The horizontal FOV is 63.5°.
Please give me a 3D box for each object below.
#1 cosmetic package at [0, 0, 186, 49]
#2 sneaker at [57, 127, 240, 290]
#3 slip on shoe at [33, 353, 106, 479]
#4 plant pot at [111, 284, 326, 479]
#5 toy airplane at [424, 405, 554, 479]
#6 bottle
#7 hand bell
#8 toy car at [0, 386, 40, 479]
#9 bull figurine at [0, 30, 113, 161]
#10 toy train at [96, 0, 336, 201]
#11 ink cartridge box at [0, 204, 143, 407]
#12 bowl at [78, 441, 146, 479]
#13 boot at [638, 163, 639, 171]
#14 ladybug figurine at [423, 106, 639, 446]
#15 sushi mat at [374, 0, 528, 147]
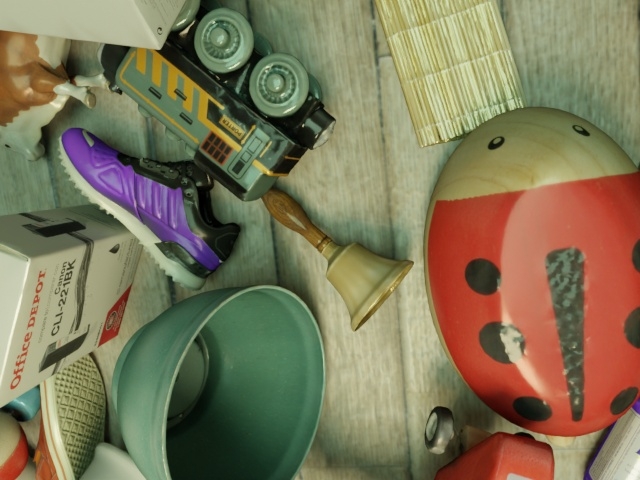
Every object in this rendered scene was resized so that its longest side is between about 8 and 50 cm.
[{"bbox_3d":[-0.312,-0.388,0.627,0.376,0.097,0.285,12,66,16],"label":"cosmetic package"},{"bbox_3d":[-0.233,-0.078,0.754,0.146,0.102,0.293,-44,94,8],"label":"sneaker"},{"bbox_3d":[-0.411,0.324,0.828,0.101,0.123,0.332,2,103,13],"label":"slip on shoe"},{"bbox_3d":[-0.154,0.199,0.704,0.196,0.293,0.294,2,99,36],"label":"plant pot"},{"bbox_3d":[0.157,0.440,0.643,0.385,0.272,0.385,-25,108,16],"label":"toy airplane"},{"bbox_3d":[0.464,0.253,0.686,0.118,0.092,0.283,24,101,6],"label":"bottle"},{"bbox_3d":[0.000,0.000,0.732,0.242,0.126,0.126,42,102,13],"label":"hand bell"},{"bbox_3d":[-0.552,0.385,0.842,0.210,0.219,0.238,-2,126,9],"label":"toy car"},{"bbox_3d":[-0.400,-0.268,0.746,0.188,0.101,0.311,4,99,6],"label":"bull figurine"},{"bbox_3d":[-0.144,-0.206,0.690,0.333,0.142,0.190,39,100,2],"label":"toy train"},{"bbox_3d":[-0.371,0.069,0.701,0.114,0.273,0.197,20,101,6],"label":"ink cartridge box"},{"bbox_3d":[-0.265,0.443,0.733,0.297,0.134,0.298,24,136,26],"label":"bowl"},{"bbox_3d":[0.452,-0.106,0.606,0.072,0.152,0.197,12,100,7],"label":"boot"},{"bbox_3d":[0.289,0.056,0.651,0.304,0.162,0.450,-11,96,10],"label":"ladybug figurine"},{"bbox_3d":[0.161,-0.294,0.695,0.151,0.019,0.317,-18,95,10],"label":"sushi mat"}]
